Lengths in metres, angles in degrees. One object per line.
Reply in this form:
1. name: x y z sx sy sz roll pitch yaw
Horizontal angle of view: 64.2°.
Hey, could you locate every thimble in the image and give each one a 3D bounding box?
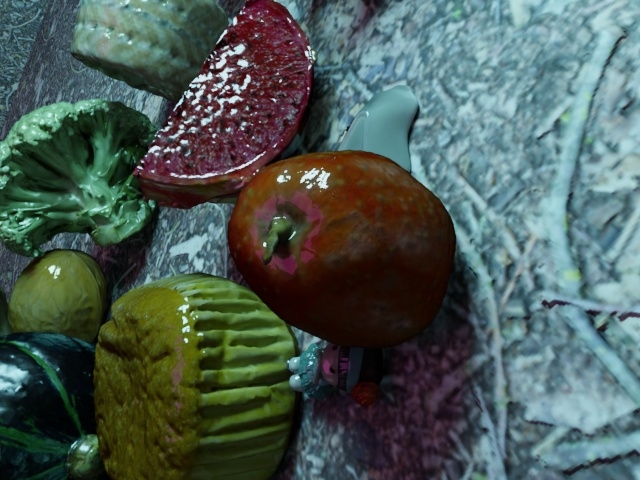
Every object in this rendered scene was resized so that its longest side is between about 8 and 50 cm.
1. thimble: -0.244 -0.287 0.734 0.229 0.196 0.148 26 97 63

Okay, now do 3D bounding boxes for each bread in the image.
1. bread: -0.145 0.147 0.540 0.253 0.142 0.228 3 88 47

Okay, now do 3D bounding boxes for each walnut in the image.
1. walnut: -0.451 0.109 0.884 0.159 0.159 0.207 41 118 47

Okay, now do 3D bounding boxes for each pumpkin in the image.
1. pumpkin: -0.353 0.269 0.631 0.238 0.315 0.315 -4 75 31

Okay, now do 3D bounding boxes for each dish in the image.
1. dish: 0.041 -0.083 0.473 0.091 0.039 0.137 28 101 49

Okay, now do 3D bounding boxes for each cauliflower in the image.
1. cauliflower: -0.378 -0.094 0.843 0.250 0.272 0.275 42 118 5

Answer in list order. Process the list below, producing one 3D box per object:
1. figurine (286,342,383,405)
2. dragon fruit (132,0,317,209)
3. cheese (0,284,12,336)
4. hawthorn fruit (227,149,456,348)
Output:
1. figurine: 0.011 0.115 0.442 0.106 0.047 0.060 -25 44 47
2. dragon fruit: -0.078 -0.127 0.576 0.274 0.126 0.161 -65 2 -19
3. cheese: -0.564 0.191 0.819 0.328 0.129 0.351 159 99 -68
4. hawthorn fruit: 0.000 0.000 0.365 0.162 0.203 0.163 -12 71 36
